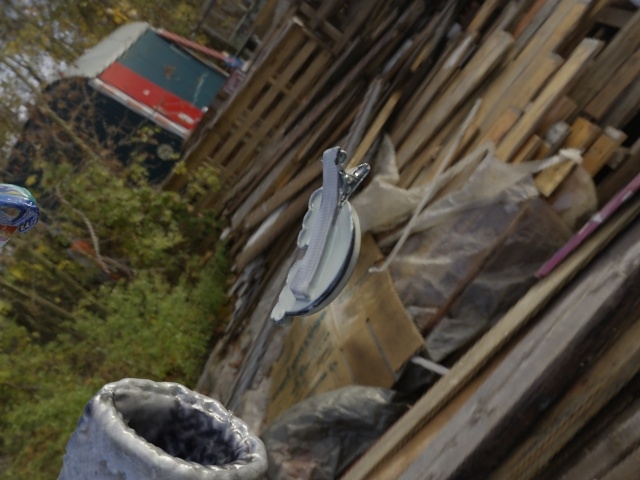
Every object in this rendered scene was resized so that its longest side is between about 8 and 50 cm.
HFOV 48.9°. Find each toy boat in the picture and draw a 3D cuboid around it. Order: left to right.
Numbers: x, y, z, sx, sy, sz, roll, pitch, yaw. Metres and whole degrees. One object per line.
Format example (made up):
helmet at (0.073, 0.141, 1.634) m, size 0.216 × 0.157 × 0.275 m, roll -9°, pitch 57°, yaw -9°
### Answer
toy boat at (-0.437, -0.017, 0.937) m, size 0.175 × 0.091 × 0.110 m, roll -12°, pitch 56°, yaw 28°

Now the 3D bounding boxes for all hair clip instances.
hair clip at (0.000, 0.000, 0.838) m, size 0.140 × 0.054 × 0.220 m, roll 3°, pitch 73°, yaw 59°

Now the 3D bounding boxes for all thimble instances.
thimble at (-0.208, 0.300, 0.920) m, size 0.157 × 0.246 × 0.217 m, roll -63°, pitch 9°, yaw 10°
